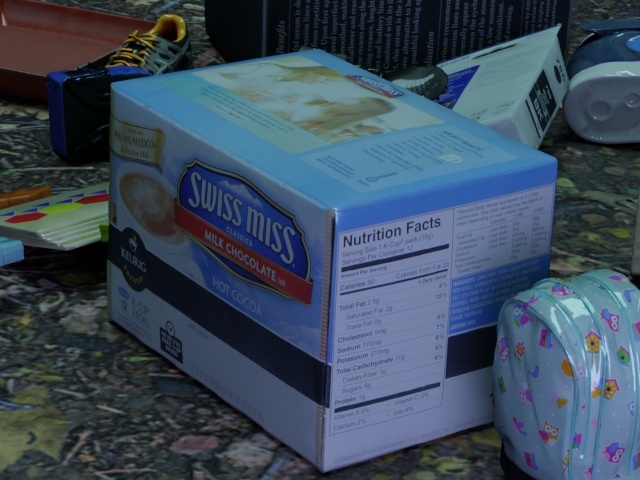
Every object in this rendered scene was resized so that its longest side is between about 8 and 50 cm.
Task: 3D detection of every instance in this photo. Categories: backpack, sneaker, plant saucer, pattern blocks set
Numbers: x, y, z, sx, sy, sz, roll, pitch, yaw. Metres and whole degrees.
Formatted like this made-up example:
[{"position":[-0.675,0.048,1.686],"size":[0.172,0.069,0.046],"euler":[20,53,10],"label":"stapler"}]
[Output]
[{"position":[-0.237,-0.149,2.161],"size":[0.120,0.098,0.101],"euler":[-9,21,-22],"label":"backpack"},{"position":[-0.214,-0.203,2.311],"size":[0.084,0.083,0.215],"euler":[11,26,17],"label":"sneaker"},{"position":[0.194,0.113,1.460],"size":[0.115,0.182,0.152],"euler":[-14,29,-34],"label":"backpack"},{"position":[-0.361,-0.233,2.416],"size":[0.258,0.048,0.259],"euler":[12,24,23],"label":"plant saucer"},{"position":[0.446,-0.195,2.277],"size":[0.323,0.130,0.236],"euler":[2,27,17],"label":"sneaker"},{"position":[0.017,-0.164,2.117],"size":[0.234,0.106,0.078],"euler":[-15,18,13],"label":"sneaker"},{"position":[-0.222,-0.025,1.891],"size":[0.325,0.026,0.285],"euler":[-14,14,-27],"label":"pattern blocks set"}]

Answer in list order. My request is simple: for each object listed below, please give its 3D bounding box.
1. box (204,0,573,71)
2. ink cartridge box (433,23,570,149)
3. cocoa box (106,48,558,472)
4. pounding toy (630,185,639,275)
[{"position":[0.079,-0.321,2.451],"size":[0.395,0.212,0.293],"euler":[-4,24,-15],"label":"box"},{"position":[0.174,-0.141,2.147],"size":[0.165,0.065,0.333],"euler":[-17,17,23],"label":"ink cartridge box"},{"position":[0.000,0.000,1.654],"size":[0.231,0.228,0.347],"euler":[-13,27,-32],"label":"cocoa box"},{"position":[0.388,-0.003,1.784],"size":[0.206,0.094,0.181],"euler":[6,-2,10],"label":"pounding toy"}]
